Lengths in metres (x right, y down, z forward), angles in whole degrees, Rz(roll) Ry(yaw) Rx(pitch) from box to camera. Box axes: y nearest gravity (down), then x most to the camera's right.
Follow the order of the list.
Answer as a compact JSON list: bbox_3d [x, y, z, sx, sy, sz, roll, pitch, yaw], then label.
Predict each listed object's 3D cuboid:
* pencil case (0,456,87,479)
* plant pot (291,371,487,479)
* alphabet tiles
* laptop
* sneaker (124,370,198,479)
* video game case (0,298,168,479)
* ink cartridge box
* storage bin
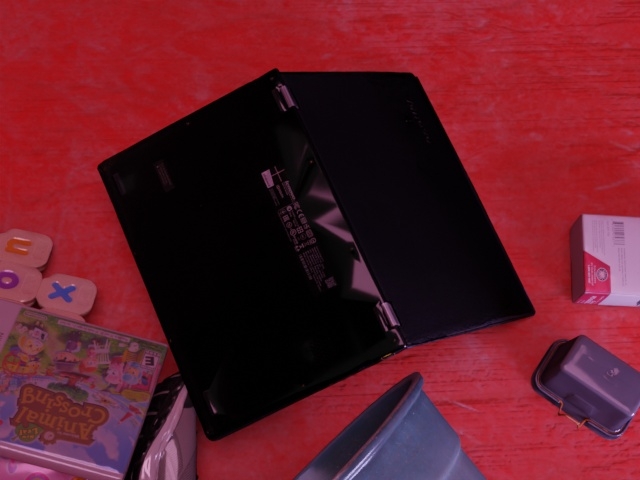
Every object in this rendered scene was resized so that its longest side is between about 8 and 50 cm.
[{"bbox_3d":[-0.390,0.250,1.317,0.284,0.124,0.124,7,71,1],"label":"pencil case"},{"bbox_3d":[0.099,0.380,1.212,0.341,0.341,0.334,-43,87,-15],"label":"plant pot"},{"bbox_3d":[-0.423,0.090,1.363,0.278,0.021,0.284,12,48,-6],"label":"alphabet tiles"},{"bbox_3d":[0.000,0.000,1.440,0.408,0.236,0.382,-27,74,8],"label":"laptop"},{"bbox_3d":[-0.186,0.282,1.344,0.108,0.100,0.271,28,61,-28],"label":"sneaker"},{"bbox_3d":[-0.302,0.170,1.295,0.212,0.023,0.193,16,47,-2],"label":"video game case"},{"bbox_3d":[0.407,0.028,1.470,0.151,0.063,0.109,4,71,-3],"label":"ink cartridge box"},{"bbox_3d":[0.338,0.180,1.400,0.135,0.091,0.098,34,73,9],"label":"storage bin"}]
